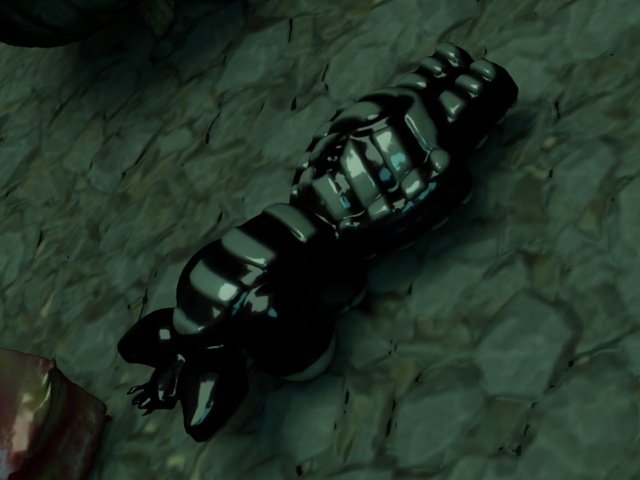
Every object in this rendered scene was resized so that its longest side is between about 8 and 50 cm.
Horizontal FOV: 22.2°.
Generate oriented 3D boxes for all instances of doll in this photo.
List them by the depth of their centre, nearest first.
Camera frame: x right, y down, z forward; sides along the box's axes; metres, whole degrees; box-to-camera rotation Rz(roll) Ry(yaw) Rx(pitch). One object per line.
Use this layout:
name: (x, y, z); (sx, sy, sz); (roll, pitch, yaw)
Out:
doll: (0.000, 0.000, 0.721); (0.219, 0.067, 0.091); (-45, 39, -9)

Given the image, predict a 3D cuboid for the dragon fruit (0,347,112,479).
dragon fruit: (-0.251, 0.125, 0.760); (0.274, 0.161, 0.126); (-21, 42, 26)

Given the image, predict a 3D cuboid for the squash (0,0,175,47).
squash: (-0.133, -0.205, 0.934); (0.218, 0.218, 0.172); (-41, 80, 6)
